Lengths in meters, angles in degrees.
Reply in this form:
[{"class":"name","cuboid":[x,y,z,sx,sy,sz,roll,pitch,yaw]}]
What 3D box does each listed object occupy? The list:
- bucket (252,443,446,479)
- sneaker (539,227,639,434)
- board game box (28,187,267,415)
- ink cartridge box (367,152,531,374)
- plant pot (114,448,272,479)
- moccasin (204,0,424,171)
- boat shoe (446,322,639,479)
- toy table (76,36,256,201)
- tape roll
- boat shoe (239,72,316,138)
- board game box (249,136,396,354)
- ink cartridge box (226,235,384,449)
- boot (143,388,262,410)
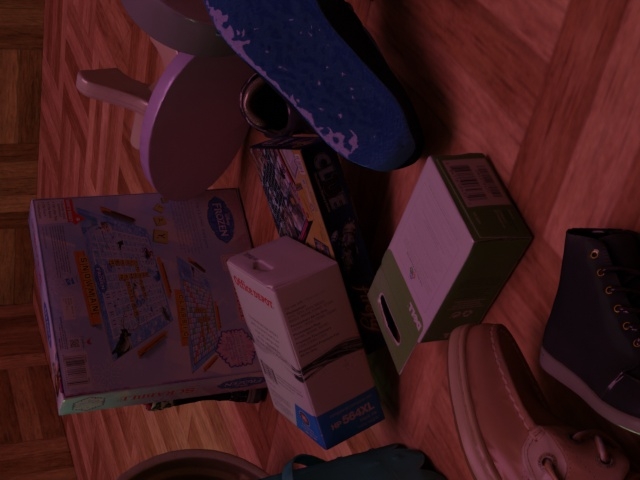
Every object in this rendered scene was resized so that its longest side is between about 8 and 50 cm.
[{"class":"bucket","cuboid":[0.026,0.361,1.127,0.281,0.183,0.281,175,90,-65]},{"class":"sneaker","cuboid":[0.227,0.061,0.740,0.222,0.083,0.118,-153,62,-64]},{"class":"board game box","cuboid":[-0.243,0.078,1.533,0.066,0.318,0.318,121,139,-54]},{"class":"ink cartridge box","cuboid":[0.117,0.026,1.015,0.209,0.062,0.109,111,146,-45]},{"class":"plant pot","cuboid":[-0.197,0.488,1.545,0.305,0.334,0.333,125,136,-71]},{"class":"moccasin","cuboid":[-0.017,-0.201,1.103,0.138,0.117,0.342,-35,76,18]},{"class":"boat shoe","cuboid":[0.202,0.202,0.813,0.110,0.122,0.341,-33,60,21]},{"class":"toy table","cuboid":[-0.210,-0.212,1.548,0.161,0.252,0.274,46,121,33]},{"class":"tape roll","cuboid":[-0.156,-0.352,1.386,0.072,0.219,0.219,131,131,-56]},{"class":"boat shoe","cuboid":[-0.055,-0.179,1.336,0.285,0.092,0.102,-154,64,-62]},{"class":"board game box","cuboid":[0.000,0.000,1.217,0.165,0.042,0.243,14,125,65]},{"class":"ink cartridge box","cuboid":[-0.018,0.111,1.191,0.148,0.086,0.203,26,136,62]},{"class":"boot","cuboid":[-0.206,0.179,1.636,0.236,0.179,0.085,-131,42,-53]}]
